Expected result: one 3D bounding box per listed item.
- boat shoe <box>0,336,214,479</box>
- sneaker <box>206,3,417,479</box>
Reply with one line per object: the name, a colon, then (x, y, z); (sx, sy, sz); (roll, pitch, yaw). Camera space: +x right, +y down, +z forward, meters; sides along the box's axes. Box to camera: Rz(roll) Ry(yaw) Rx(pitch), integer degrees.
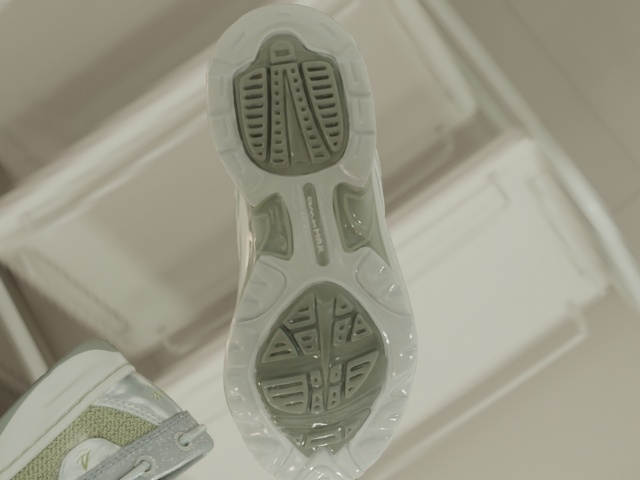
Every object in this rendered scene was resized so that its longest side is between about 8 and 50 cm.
boat shoe: (-0.193, 0.199, 1.056); (0.320, 0.103, 0.118); (-50, 173, -26)
sneaker: (0.000, 0.000, 0.870); (0.090, 0.115, 0.232); (-1, 103, 3)
